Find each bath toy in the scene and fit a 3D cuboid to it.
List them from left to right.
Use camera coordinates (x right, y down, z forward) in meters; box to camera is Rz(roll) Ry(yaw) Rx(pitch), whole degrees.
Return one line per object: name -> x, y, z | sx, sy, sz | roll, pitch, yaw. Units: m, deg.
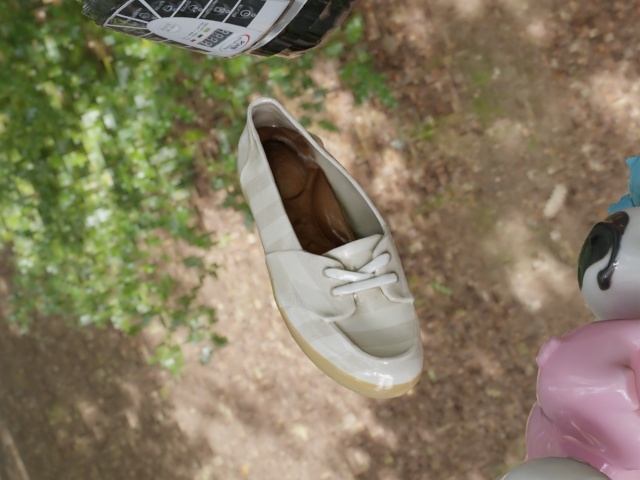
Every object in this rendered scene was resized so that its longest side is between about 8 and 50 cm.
bath toy -> 0.173, 0.095, 0.786 | 0.129, 0.348, 0.151 | -12, 122, 44

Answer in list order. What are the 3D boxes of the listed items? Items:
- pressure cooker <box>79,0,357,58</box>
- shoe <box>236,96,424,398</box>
pressure cooker -> -0.099, -0.400, 1.390 | 0.375, 0.420, 0.370 | -60, 34, 26
shoe -> 0.000, 0.000, 0.783 | 0.058, 0.076, 0.219 | 97, 149, -53
